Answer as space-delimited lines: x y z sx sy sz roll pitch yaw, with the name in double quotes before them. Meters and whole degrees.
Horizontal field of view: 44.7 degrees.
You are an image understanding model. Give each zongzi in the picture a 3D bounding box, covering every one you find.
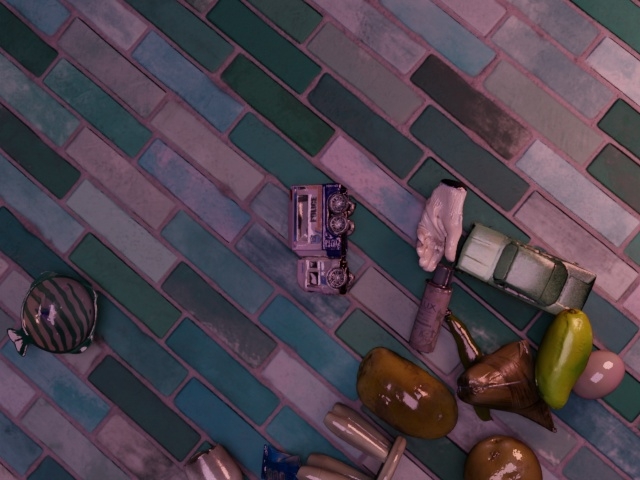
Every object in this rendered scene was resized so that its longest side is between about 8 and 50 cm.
"zongzi" 0.430 0.376 1.799 0.221 0.112 0.242 -21 90 -33

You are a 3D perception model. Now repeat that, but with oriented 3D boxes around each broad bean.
"broad bean" 0.364 0.294 1.877 0.060 0.043 0.297 -19 85 12

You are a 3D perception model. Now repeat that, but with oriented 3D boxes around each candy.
"candy" -0.095 0.552 1.887 0.136 0.038 0.088 3 84 44

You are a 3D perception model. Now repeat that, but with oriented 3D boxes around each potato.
"potato" 0.426 0.583 1.805 0.174 0.159 0.251 -5 96 29
"potato" 0.204 0.377 1.856 0.272 0.111 0.160 35 89 5

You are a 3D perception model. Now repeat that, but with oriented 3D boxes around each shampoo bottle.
"shampoo bottle" 0.268 0.159 1.855 0.072 0.072 0.214 16 103 6

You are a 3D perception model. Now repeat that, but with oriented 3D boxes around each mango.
"mango" 0.552 0.268 1.773 0.125 0.111 0.233 8 93 -32

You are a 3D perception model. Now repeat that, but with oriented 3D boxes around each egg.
"egg" 0.645 0.313 1.818 0.135 0.103 0.103 -35 85 2

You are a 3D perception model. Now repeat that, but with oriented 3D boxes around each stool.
"stool" 0.076 0.506 1.819 0.199 0.195 0.195 27 91 7

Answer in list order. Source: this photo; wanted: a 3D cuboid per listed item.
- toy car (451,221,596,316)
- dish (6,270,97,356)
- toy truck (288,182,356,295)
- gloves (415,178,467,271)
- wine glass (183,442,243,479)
"toy car" 0.484 0.071 1.846 0.321 0.097 0.141 25 90 5
"dish" -0.655 0.192 1.956 0.246 0.078 0.224 -32 85 2
"toy truck" 0.000 0.000 1.883 0.155 0.124 0.268 0 86 12
"gloves" 0.290 -0.034 1.868 0.119 0.097 0.229 24 95 28
"wine glass" -0.228 0.617 1.878 0.126 0.126 0.241 -31 88 3
